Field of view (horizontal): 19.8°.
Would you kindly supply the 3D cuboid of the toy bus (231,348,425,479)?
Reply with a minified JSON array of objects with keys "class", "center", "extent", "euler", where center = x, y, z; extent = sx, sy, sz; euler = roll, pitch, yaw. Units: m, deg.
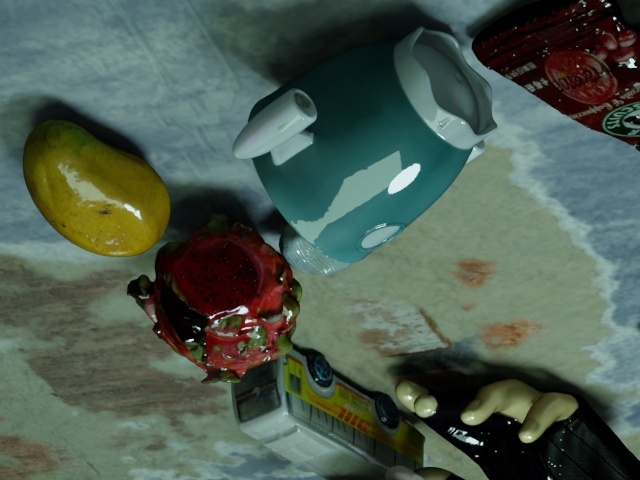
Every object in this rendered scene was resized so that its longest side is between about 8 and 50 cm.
[{"class":"toy bus","center":[0.010,0.209,2.056],"extent":[0.092,0.106,0.268],"euler":[-25,138,32]}]

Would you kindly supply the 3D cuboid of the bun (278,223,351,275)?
[{"class":"bun","center":[0.000,0.000,1.798],"extent":[0.083,0.045,0.083],"euler":[-1,145,-1]}]

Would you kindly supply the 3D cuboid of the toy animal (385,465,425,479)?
[{"class":"toy animal","center":[0.036,0.330,2.052],"extent":[0.124,0.124,0.212],"euler":[24,147,-29]}]

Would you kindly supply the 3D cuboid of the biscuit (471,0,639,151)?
[{"class":"biscuit","center":[0.262,-0.140,1.562],"extent":[0.235,0.063,0.151],"euler":[20,154,-32]}]

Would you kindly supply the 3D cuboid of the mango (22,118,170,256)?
[{"class":"mango","center":[-0.213,-0.045,1.703],"extent":[0.165,0.089,0.115],"euler":[30,136,-31]}]

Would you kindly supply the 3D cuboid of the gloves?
[{"class":"gloves","center":[0.211,0.242,2.052],"extent":[0.301,0.152,0.197],"euler":[32,104,-21]}]

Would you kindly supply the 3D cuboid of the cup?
[{"class":"cup","center":[0.052,-0.095,1.561],"extent":[0.173,0.167,0.300],"euler":[-35,159,29]}]

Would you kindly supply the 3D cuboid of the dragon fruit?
[{"class":"dragon fruit","center":[-0.102,0.061,1.794],"extent":[0.166,0.160,0.172],"euler":[11,156,2]}]
